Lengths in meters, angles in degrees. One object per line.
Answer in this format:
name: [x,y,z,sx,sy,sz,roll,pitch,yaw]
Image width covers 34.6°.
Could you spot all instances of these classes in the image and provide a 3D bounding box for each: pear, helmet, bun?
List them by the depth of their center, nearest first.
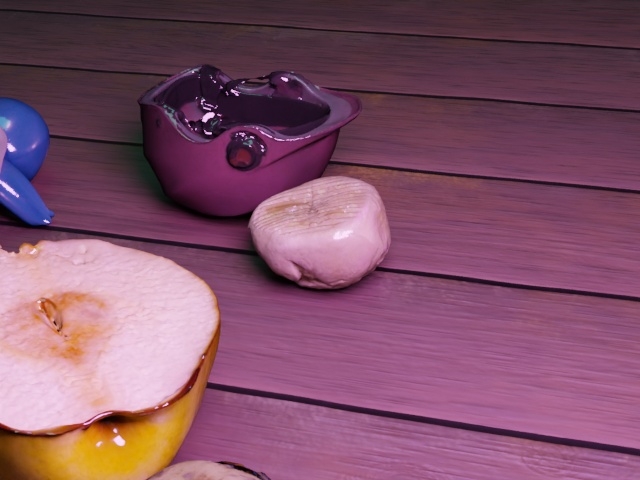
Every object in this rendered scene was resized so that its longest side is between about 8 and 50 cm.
pear: [-0.275,0.161,1.124,0.340,0.191,0.386,-10,32,-21]
bun: [0.000,0.000,1.413,0.193,0.127,0.178,-10,32,10]
helmet: [-0.113,-0.137,1.563,0.338,0.197,0.271,9,27,7]

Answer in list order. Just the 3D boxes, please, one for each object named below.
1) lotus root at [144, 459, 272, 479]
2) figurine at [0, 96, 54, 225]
lotus root: [-0.135,0.323,0.906,0.173,0.173,0.309,10,42,20]
figurine: [-0.590,-0.088,1.551,0.298,0.242,0.416,6,12,29]
